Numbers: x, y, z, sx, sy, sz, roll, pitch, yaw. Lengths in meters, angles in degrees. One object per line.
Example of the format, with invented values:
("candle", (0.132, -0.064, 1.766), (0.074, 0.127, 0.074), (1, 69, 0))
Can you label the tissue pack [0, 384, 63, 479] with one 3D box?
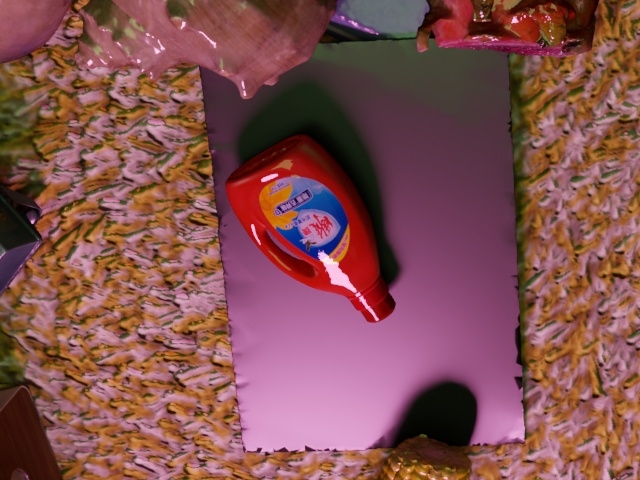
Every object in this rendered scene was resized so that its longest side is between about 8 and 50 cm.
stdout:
("tissue pack", (-0.300, 0.276, 1.306), (0.136, 0.159, 0.246), (-14, 106, 14))

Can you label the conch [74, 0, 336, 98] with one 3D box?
("conch", (-0.077, -0.257, 1.080), (0.263, 0.186, 0.324), (49, 65, -23))

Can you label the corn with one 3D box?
("corn", (0.061, 0.281, 1.294), (0.081, 0.081, 0.248), (18, 111, 2))

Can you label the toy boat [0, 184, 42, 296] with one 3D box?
("toy boat", (-0.327, -0.053, 1.245), (0.246, 0.103, 0.093), (46, 123, 6))

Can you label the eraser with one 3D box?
("eraser", (0.077, -0.240, 1.143), (0.082, 0.036, 0.225), (25, 110, 0))

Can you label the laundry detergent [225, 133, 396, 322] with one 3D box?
("laundry detergent", (0.000, 0.000, 1.200), (0.097, 0.049, 0.165), (-26, 109, 25))

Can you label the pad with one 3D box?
("pad", (0.037, 0.014, 1.231), (0.247, 0.007, 0.368), (-2, 113, 9))

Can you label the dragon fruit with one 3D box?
("dragon fruit", (0.152, -0.179, 1.091), (0.147, 0.096, 0.102), (5, 96, -20))

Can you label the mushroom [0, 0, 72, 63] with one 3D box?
("mushroom", (-0.271, -0.254, 1.106), (0.184, 0.255, 0.255), (-19, 108, -24))
